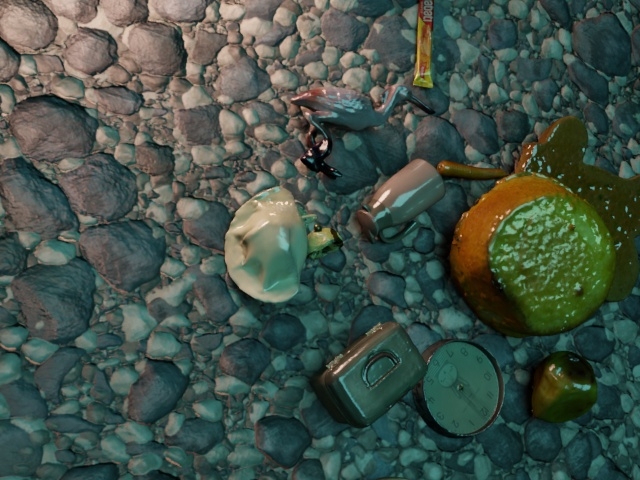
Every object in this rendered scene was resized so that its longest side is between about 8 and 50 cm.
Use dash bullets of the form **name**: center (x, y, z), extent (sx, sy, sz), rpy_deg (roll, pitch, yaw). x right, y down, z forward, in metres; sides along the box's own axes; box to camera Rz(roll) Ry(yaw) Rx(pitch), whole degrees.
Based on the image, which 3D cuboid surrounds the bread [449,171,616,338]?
- **bread**: center (0.464, 0.046, 1.949), extent (0.337, 0.204, 0.358), rpy_deg (-41, 106, 1)

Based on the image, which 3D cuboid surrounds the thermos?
- **thermos**: center (0.169, -0.069, 1.939), extent (0.193, 0.105, 0.137), rpy_deg (-37, 127, -23)

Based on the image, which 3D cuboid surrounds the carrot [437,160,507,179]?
- **carrot**: center (0.348, -0.155, 2.071), extent (0.190, 0.037, 0.037), rpy_deg (5, 77, -28)

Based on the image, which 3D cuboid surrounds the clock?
- **clock**: center (0.299, 0.315, 1.942), extent (0.215, 0.042, 0.214), rpy_deg (5, 77, -24)

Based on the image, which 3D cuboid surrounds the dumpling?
- **dumpling**: center (-0.108, 0.006, 1.787), extent (0.167, 0.126, 0.215), rpy_deg (-3, 98, 2)

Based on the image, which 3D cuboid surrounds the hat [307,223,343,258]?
- **hat**: center (0.001, 0.000, 1.852), extent (0.076, 0.077, 0.059), rpy_deg (-31, 77, 16)

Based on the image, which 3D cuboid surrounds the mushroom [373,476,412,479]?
- **mushroom**: center (0.147, 0.581, 1.740), extent (0.246, 0.202, 0.246), rpy_deg (37, 22, -18)

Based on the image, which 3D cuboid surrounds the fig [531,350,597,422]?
- **fig**: center (0.532, 0.326, 1.992), extent (0.144, 0.154, 0.165), rpy_deg (21, 97, -39)

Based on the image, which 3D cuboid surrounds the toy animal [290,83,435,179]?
- **toy animal**: center (0.069, -0.271, 1.933), extent (0.324, 0.090, 0.195), rpy_deg (-35, 101, -17)

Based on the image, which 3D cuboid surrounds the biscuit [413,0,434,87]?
- **biscuit**: center (0.242, -0.488, 2.095), extent (0.048, 0.026, 0.291), rpy_deg (5, 76, -4)

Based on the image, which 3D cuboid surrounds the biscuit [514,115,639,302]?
- **biscuit**: center (0.611, -0.077, 2.138), extent (0.394, 0.076, 0.368), rpy_deg (23, 82, -17)

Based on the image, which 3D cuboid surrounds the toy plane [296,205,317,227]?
- **toy plane**: center (-0.039, -0.041, 1.866), extent (0.083, 0.033, 0.080), rpy_deg (-13, 96, -27)

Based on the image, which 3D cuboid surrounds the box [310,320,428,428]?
- **box**: center (0.095, 0.267, 1.810), extent (0.210, 0.129, 0.148), rpy_deg (-36, 96, -26)
